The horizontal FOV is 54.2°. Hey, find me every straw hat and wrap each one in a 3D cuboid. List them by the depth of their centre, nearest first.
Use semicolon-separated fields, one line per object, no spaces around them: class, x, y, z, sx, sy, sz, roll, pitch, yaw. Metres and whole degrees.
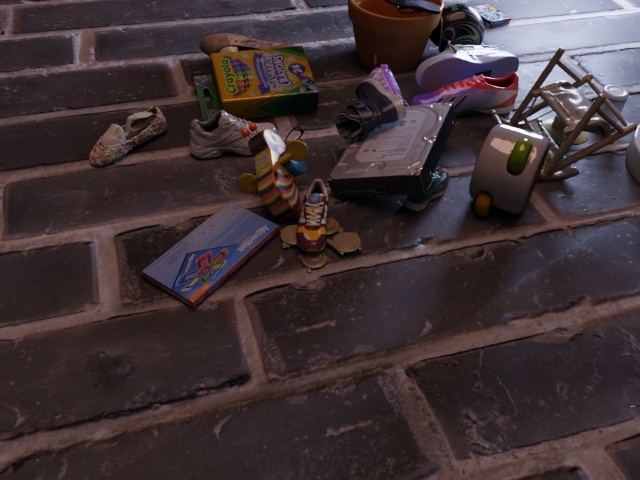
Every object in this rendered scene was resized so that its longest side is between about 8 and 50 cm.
straw hat;0.687;-0.332;1.750;0.145;0.061;0.144;2;43;-2

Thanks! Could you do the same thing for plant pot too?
plant pot;0.224;-0.664;1.963;0.291;0.203;0.290;2;45;-2

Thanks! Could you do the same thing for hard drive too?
hard drive;0.184;-0.231;1.555;0.237;0.064;0.339;0;40;29

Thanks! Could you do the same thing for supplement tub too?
supplement tub;0.819;-0.378;1.771;0.071;0.107;0.071;2;45;-2

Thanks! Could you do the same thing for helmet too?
helmet;0.443;-0.669;2.004;0.162;0.169;0.169;-3;44;-8

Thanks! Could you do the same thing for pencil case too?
pencil case;0.192;-0.414;1.785;0.086;0.088;0.206;-5;44;-11

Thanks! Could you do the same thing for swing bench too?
swing bench;0.615;-0.310;1.623;0.165;0.255;0.253;25;35;-32

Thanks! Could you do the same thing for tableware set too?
tableware set;0.000;0.000;1.392;0.169;0.020;0.141;-20;46;-21

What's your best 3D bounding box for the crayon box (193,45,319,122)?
crayon box;-0.185;-0.443;1.770;0.323;0.083;0.203;-10;57;-12

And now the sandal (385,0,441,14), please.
sandal;0.262;-0.672;1.807;0.179;0.040;0.067;7;48;-18

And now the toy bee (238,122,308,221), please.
toy bee;-0.126;-0.191;1.481;0.195;0.162;0.298;-45;38;14

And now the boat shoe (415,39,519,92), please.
boat shoe;0.418;-0.543;1.900;0.367;0.135;0.156;-16;47;-23

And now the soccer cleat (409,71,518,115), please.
soccer cleat;0.410;-0.419;1.782;0.318;0.116;0.108;-4;44;-9

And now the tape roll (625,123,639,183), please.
tape roll;1.004;-0.199;1.625;0.392;0.072;0.392;1;44;-1

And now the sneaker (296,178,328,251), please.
sneaker;-0.017;-0.057;1.375;0.070;0.083;0.185;1;43;1

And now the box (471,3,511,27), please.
box;0.611;-0.817;2.272;0.094;0.027;0.137;-17;47;-21

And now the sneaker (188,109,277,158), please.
sneaker;-0.223;-0.280;1.599;0.232;0.115;0.090;-12;46;-16

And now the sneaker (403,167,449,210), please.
sneaker;0.265;-0.138;1.510;0.065;0.076;0.166;29;49;23

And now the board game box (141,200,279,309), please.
board game box;-0.230;0.023;1.348;0.145;0.027;0.281;26;48;24

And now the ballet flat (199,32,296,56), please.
ballet flat;-0.218;-0.561;1.906;0.316;0.107;0.106;3;57;1

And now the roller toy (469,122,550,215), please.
roller toy;0.437;-0.169;1.473;0.146;0.209;0.191;22;36;20

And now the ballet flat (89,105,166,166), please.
ballet flat;-0.499;-0.277;1.607;0.091;0.077;0.241;28;50;22

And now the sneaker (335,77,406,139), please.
sneaker;0.098;-0.342;1.624;0.163;0.086;0.226;-27;33;-8
